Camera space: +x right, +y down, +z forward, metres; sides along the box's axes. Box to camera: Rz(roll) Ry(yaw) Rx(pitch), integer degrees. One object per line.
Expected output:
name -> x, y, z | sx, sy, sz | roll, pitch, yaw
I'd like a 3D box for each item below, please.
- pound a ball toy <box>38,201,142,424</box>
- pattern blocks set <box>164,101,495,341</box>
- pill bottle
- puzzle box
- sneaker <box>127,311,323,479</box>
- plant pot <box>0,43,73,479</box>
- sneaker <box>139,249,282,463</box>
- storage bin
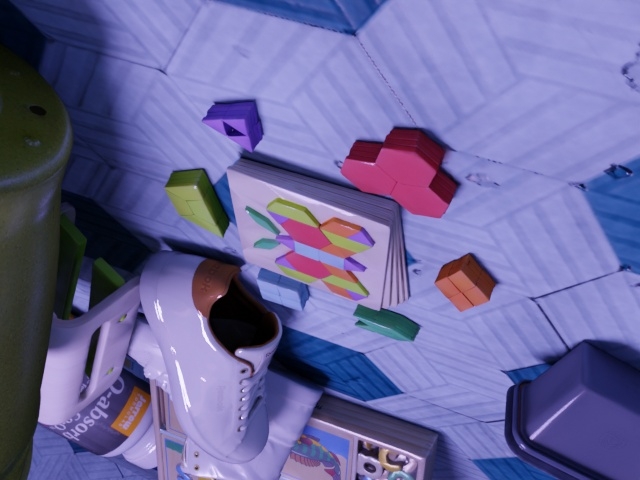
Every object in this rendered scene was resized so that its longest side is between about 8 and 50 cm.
pound a ball toy -> -0.333, 0.082, 1.015 | 0.208, 0.136, 0.319 | 45, 145, 10
pattern blocks set -> 0.000, 0.000, 0.737 | 0.285, 0.026, 0.325 | 13, 154, 25
pill bottle -> -0.343, 0.229, 1.360 | 0.278, 0.162, 0.162 | 39, 152, -29
puzzle box -> -0.049, 0.315, 1.240 | 0.409, 0.052, 0.272 | 15, 125, 20
sneaker -> -0.163, 0.202, 1.108 | 0.292, 0.169, 0.108 | 24, -179, 4
plant pot -> -0.351, 0.021, 0.671 | 0.366, 0.366, 0.353 | 27, 119, -6
sneaker -> -0.091, 0.141, 0.951 | 0.123, 0.106, 0.290 | 4, 131, 28
storage bin -> 0.238, 0.146, 0.748 | 0.135, 0.098, 0.091 | 29, 128, -7
